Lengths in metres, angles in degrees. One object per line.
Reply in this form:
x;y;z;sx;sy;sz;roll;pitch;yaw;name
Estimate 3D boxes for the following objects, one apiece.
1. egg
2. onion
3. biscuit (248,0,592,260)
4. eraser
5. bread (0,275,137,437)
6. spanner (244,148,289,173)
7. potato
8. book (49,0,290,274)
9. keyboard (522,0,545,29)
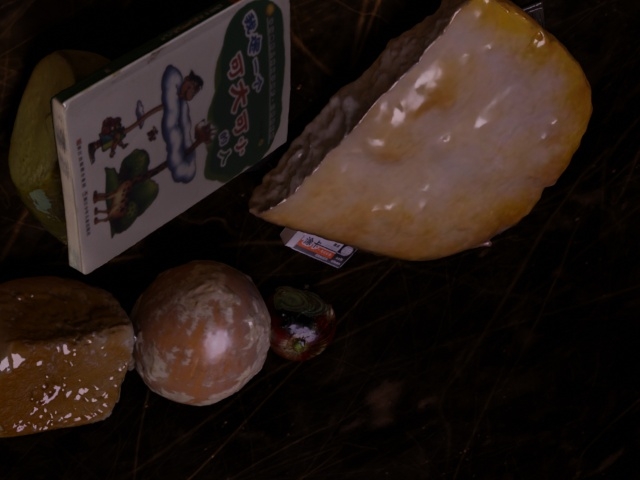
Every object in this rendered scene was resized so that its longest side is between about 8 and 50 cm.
-0.170;0.129;2.005;0.203;0.203;0.245;-4;151;-25;egg
-0.036;0.130;2.162;0.117;0.118;0.118;16;129;1;onion
0.179;-0.147;2.000;0.446;0.104;0.429;18;119;-41;biscuit
0.000;0.000;2.106;0.122;0.029;0.052;23;117;-42;eraser
-0.380;0.150;1.938;0.246;0.176;0.195;-5;133;-36;bread
-0.015;-0.132;1.980;0.208;0.012;0.046;-19;137;-12;spanner
-0.296;-0.115;1.749;0.176;0.141;0.298;-31;141;-29;potato
-0.170;-0.146;1.729;0.371;0.043;0.260;-38;145;-36;book
0.295;-0.280;2.006;0.049;0.015;0.129;-20;138;-3;keyboard
